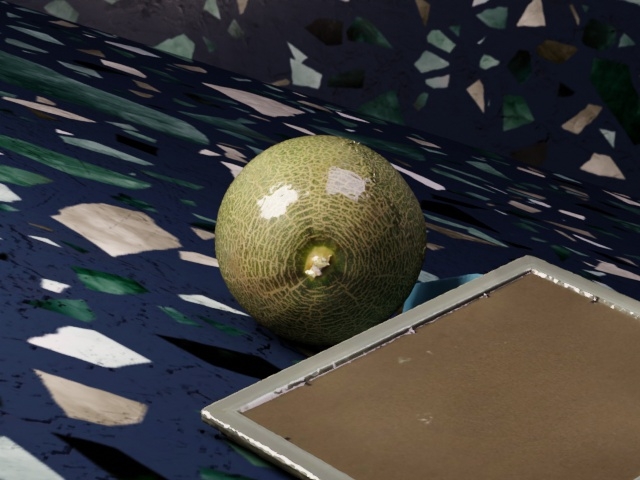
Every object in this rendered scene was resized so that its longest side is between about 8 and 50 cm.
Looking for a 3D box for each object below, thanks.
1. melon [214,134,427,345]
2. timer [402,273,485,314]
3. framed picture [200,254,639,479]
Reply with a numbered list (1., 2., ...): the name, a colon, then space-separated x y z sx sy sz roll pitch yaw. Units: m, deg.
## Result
1. melon: 0.000 0.000 1.304 0.139 0.139 0.192 17 10 -3
2. timer: 0.179 0.093 1.377 0.232 0.091 0.250 15 -2 -8
3. framed picture: 0.105 0.088 1.054 0.274 0.017 0.217 -22 35 -38
